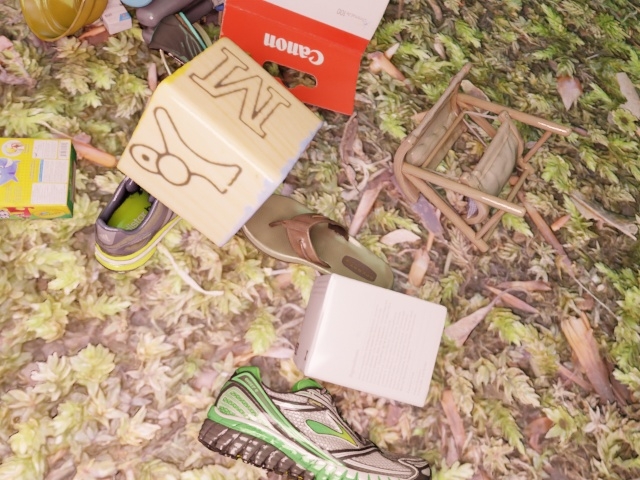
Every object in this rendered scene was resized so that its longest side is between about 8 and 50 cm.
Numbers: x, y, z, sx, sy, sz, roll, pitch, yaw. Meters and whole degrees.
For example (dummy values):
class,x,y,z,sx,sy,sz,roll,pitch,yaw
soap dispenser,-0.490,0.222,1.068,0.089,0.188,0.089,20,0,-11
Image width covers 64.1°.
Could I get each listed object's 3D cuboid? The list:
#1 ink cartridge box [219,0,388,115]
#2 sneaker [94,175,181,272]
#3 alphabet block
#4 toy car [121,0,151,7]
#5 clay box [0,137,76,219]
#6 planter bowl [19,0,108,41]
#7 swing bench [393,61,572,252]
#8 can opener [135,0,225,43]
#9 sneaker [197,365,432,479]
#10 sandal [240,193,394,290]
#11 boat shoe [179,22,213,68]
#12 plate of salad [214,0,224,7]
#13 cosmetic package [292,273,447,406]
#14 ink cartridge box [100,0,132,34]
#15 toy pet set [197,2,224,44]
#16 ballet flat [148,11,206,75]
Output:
class,x,y,z,sx,sy,sz,roll,pitch,yaw
ink cartridge box,-0.017,-0.467,0.968,0.308,0.091,0.385,9,91,-27
sneaker,-0.260,-0.086,0.845,0.111,0.121,0.300,29,63,-1
alphabet block,-0.147,-0.146,0.771,0.197,0.192,0.193,40,41,-12
toy car,-0.295,-0.560,0.862,0.210,0.238,0.219,-19,39,4
clay box,-0.519,-0.100,0.823,0.222,0.053,0.127,-1,68,-14
planter bowl,-0.461,-0.475,0.954,0.090,0.217,0.217,-12,66,-57
swing bench,0.301,-0.165,1.005,0.254,0.165,0.253,35,64,8
can opener,-0.213,-0.452,0.959,0.095,0.076,0.283,25,56,17
sneaker,0.007,0.283,0.748,0.343,0.134,0.146,22,63,-4
sandal,0.002,-0.001,0.894,0.302,0.086,0.120,27,63,-2
boat shoe,-0.233,-0.330,0.980,0.073,0.080,0.224,-26,80,-30
plate of salad,-0.227,-0.594,1.083,0.199,0.048,0.200,1,98,4
cosmetic package,0.069,0.149,0.794,0.183,0.151,0.152,18,81,-8
ink cartridge box,-0.417,-0.455,1.016,0.048,0.028,0.083,-29,77,-24
toy pet set,-0.205,-0.441,1.044,0.114,0.065,0.122,-37,81,-25
ballet flat,-0.191,-0.263,0.903,0.096,0.095,0.280,-41,96,-2
